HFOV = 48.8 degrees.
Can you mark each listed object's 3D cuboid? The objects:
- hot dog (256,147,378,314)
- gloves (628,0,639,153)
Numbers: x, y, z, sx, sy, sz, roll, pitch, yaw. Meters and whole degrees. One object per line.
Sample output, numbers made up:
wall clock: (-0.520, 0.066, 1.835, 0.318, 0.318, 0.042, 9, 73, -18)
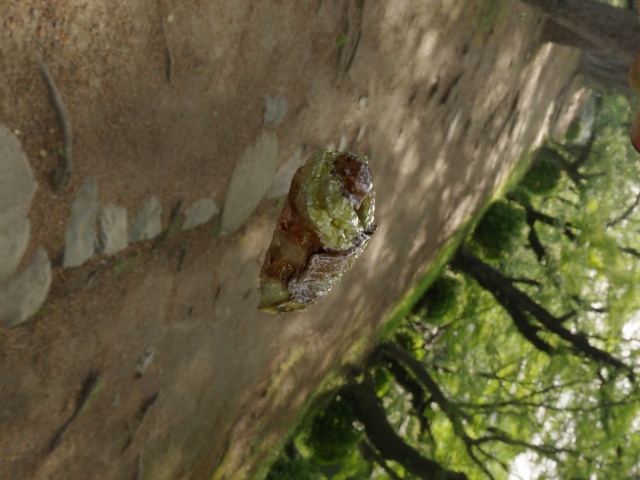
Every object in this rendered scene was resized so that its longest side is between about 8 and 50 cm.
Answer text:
hot dog: (0.000, 0.000, 0.750, 0.146, 0.103, 0.213, -74, -174, -46)
gloves: (0.282, -0.169, 0.477, 0.145, 0.126, 0.241, -49, 144, -45)
